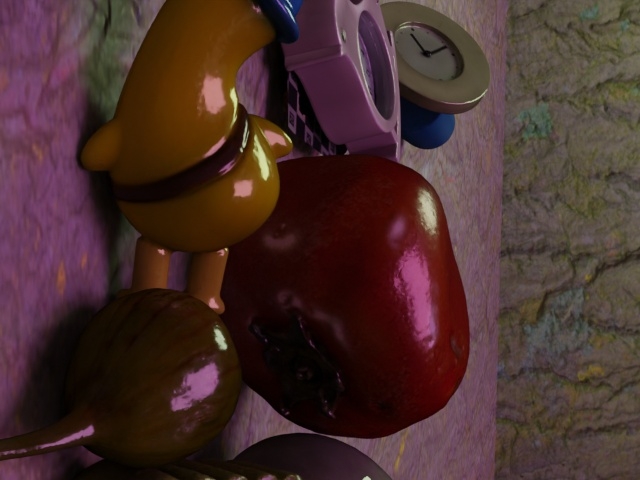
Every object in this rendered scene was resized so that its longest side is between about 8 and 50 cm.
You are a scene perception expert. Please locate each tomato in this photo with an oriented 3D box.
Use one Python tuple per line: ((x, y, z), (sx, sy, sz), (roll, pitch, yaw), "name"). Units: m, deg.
((0.027, 0.062, 1.221), (0.290, 0.293, 0.325), (-59, 135, -46), "tomato")

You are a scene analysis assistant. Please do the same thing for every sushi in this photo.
((-0.023, -0.186, 1.439), (0.201, 0.031, 0.139), (29, 57, -68), "sushi")

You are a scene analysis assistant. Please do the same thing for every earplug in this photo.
((0.181, -0.233, 1.932), (0.273, 0.132, 0.132), (23, 71, -75), "earplug")

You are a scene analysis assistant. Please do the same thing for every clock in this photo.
((0.034, -0.282, 1.457), (0.275, 0.080, 0.290), (50, 35, -55), "clock")
((0.176, -0.307, 1.777), (0.029, 0.235, 0.235), (-55, -169, 46), "clock")

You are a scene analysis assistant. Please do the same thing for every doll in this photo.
((-0.110, -0.105, 0.954), (0.199, 0.145, 0.363), (2, 106, -33), "doll")

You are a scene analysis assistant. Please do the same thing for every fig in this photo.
((-0.167, 0.120, 0.849), (0.259, 0.151, 0.151), (-13, 104, -65), "fig")

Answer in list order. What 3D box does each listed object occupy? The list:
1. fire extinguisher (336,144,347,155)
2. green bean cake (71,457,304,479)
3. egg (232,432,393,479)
((0.041, -0.197, 1.601), (0.050, 0.062, 0.177), (-46, -163, 44), "fire extinguisher")
((-0.113, 0.315, 0.941), (0.233, 0.124, 0.236), (9, 83, -41), "green bean cake")
((-0.004, 0.369, 1.200), (0.258, 0.258, 0.352), (-67, 147, -48), "egg")
